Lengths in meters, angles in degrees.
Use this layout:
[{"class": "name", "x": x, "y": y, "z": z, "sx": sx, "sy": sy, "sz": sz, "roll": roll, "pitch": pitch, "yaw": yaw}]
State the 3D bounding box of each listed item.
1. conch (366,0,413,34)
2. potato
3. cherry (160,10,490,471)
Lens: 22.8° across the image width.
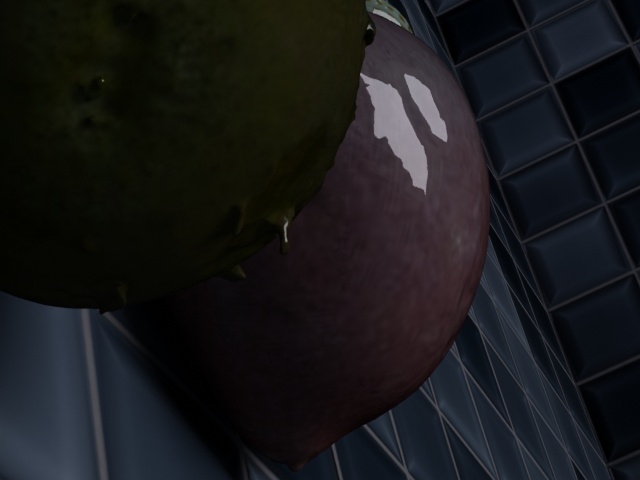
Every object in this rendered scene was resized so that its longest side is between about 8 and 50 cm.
[{"class": "conch", "x": -0.017, "y": -0.145, "z": 1.271, "sx": 0.172, "sy": 0.131, "sz": 0.200, "roll": 34, "pitch": -17, "yaw": -23}, {"class": "potato", "x": -0.114, "y": -0.140, "z": 0.659, "sx": 0.359, "sy": 0.219, "sz": 0.270, "roll": -112, "pitch": 179, "yaw": -53}, {"class": "cherry", "x": 0.005, "y": -0.009, "z": 0.896, "sx": 0.239, "sy": 0.206, "sz": 0.239, "roll": 62, "pitch": 0, "yaw": 1}]
